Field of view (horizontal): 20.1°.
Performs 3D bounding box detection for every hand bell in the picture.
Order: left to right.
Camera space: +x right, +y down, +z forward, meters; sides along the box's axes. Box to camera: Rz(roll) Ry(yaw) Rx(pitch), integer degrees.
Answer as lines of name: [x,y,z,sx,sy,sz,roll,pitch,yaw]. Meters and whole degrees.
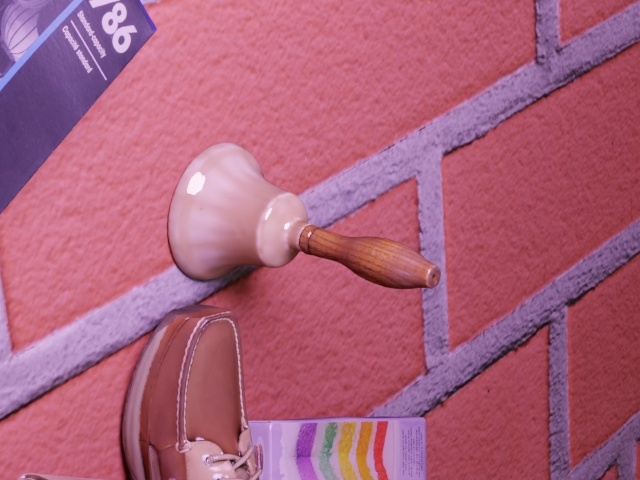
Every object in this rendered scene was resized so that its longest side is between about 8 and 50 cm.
hand bell: [0.000,0.000,1.539,0.126,0.242,0.126,-23,120,-47]

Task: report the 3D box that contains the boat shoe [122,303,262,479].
boat shoe: [-0.098,0.219,1.597,0.122,0.120,0.324,-14,114,-50]

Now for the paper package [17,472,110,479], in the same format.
paper package: [-0.135,0.375,1.460,0.309,0.168,0.325,11,106,-35]

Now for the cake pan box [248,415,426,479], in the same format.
cake pan box: [0.007,0.303,1.750,0.246,0.070,0.267,7,82,-47]

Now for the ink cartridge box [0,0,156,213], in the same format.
ink cartridge box: [-0.228,-0.151,1.333,0.333,0.065,0.165,-55,140,-25]
